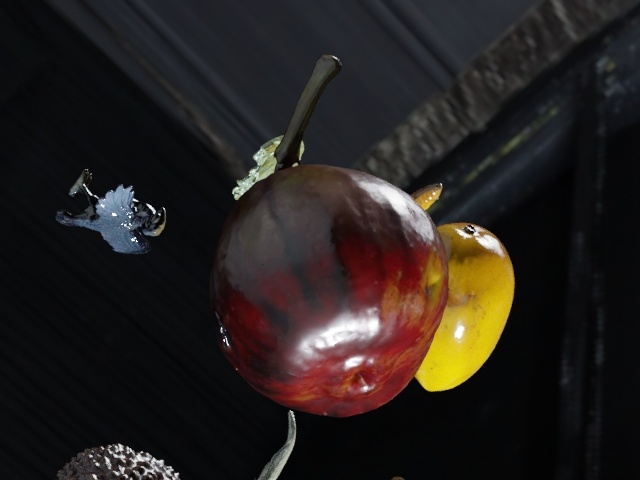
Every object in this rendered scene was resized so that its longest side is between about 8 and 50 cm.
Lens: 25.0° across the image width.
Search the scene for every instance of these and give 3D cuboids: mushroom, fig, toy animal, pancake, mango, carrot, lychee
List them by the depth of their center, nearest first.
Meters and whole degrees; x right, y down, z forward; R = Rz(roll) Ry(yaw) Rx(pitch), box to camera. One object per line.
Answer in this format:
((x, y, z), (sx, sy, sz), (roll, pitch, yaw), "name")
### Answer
((-0.012, 0.010, 1.137), (0.186, 0.249, 0.204), (-24, 147, -11), "fig")
((0.128, 0.071, 1.431), (0.219, 0.112, 0.145), (96, 15, -54), "mango")
((-0.217, -0.026, 1.509), (0.062, 0.108, 0.220), (-63, 177, -16), "toy animal")
((-0.233, 0.318, 1.649), (0.188, 0.188, 0.188), (-42, -165, 14), "lychee")
((-0.060, 0.342, 1.750), (0.068, 0.043, 0.306), (-3, -133, 0), "mushroom")
((0.096, -0.024, 2.021), (0.256, 0.061, 0.061), (-26, -156, 51), "carrot")
((-0.073, -0.104, 2.090), (0.129, 0.022, 0.116), (-49, 160, 28), "pancake")

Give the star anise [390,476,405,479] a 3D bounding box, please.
((0.016, 0.398, 1.444), (0.148, 0.237, 0.346), (27, -90, 55), "star anise")
